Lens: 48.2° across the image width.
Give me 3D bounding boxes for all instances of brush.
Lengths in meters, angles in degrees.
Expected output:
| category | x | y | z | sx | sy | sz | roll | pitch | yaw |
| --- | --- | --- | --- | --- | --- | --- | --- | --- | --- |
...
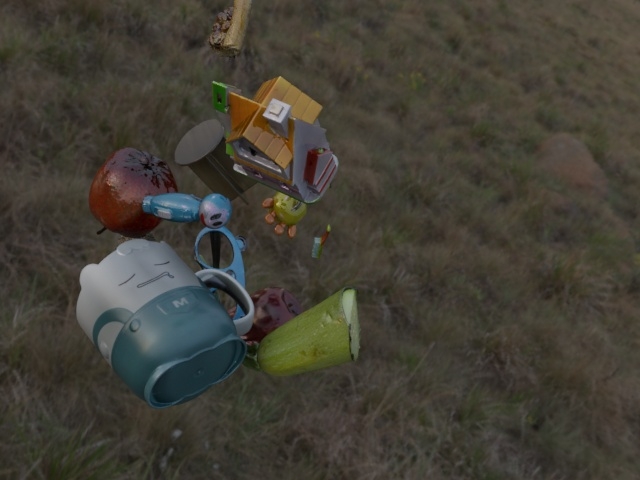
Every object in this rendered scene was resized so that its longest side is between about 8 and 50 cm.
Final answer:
| category | x | y | z | sx | sy | sz | roll | pitch | yaw |
| --- | --- | --- | --- | --- | --- | --- | --- | --- | --- |
| brush | 0.000 | 0.000 | 1.253 | 0.021 | 0.083 | 0.018 | 11 | 50 | -10 |

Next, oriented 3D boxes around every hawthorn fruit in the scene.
| category | x | y | z | sx | sy | sz | roll | pitch | yaw |
| --- | --- | --- | --- | --- | --- | --- | --- | --- | --- |
| hawthorn fruit | -0.367 | -0.075 | 1.359 | 0.157 | 0.194 | 0.157 | 37 | 18 | -14 |

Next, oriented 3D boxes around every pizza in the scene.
| category | x | y | z | sx | sy | sz | roll | pitch | yaw |
| --- | --- | --- | --- | --- | --- | --- | --- | --- | --- |
| pizza | -0.226 | -0.490 | 1.684 | 0.069 | 0.194 | 0.154 | 15 | 74 | -28 |

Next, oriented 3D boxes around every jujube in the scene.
| category | x | y | z | sx | sy | sz | roll | pitch | yaw |
| --- | --- | --- | --- | --- | --- | --- | --- | --- | --- |
| jujube | -0.154 | 0.207 | 1.724 | 0.155 | 0.230 | 0.155 | 61 | 12 | -23 |

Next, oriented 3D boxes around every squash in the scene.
| category | x | y | z | sx | sy | sz | roll | pitch | yaw |
| --- | --- | --- | --- | --- | --- | --- | --- | --- | --- |
| squash | -0.033 | 0.209 | 1.353 | 0.137 | 0.287 | 0.137 | 44 | 27 | -29 |

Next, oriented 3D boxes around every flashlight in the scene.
| category | x | y | z | sx | sy | sz | roll | pitch | yaw |
| --- | --- | --- | --- | --- | --- | --- | --- | --- | --- |
| flashlight | -0.187 | -0.045 | 1.007 | 0.129 | 0.051 | 0.051 | 6 | 23 | 16 |

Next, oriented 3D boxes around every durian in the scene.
| category | x | y | z | sx | sy | sz | roll | pitch | yaw |
| --- | --- | --- | --- | --- | --- | --- | --- | --- | --- |
| durian | -0.403 | 0.008 | 1.564 | 0.091 | 0.080 | 0.080 | -13 | 32 | 4 |

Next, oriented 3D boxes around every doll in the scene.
| category | x | y | z | sx | sy | sz | roll | pitch | yaw |
| --- | --- | --- | --- | --- | --- | --- | --- | --- | --- |
| doll | -0.076 | -0.110 | 2.085 | 0.221 | 0.135 | 0.143 | -50 | 117 | -27 |

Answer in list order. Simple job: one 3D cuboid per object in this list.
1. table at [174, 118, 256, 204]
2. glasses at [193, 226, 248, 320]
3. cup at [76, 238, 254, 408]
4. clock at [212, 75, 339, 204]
| category | x | y | z | sx | sy | sz | roll | pitch | yaw |
| --- | --- | --- | --- | --- | --- | --- | --- | --- | --- |
| table | -0.280 | -0.206 | 2.031 | 0.226 | 0.167 | 0.167 | 50 | 9 | -40 |
| glasses | -0.251 | 0.097 | 1.590 | 0.102 | 0.207 | 0.239 | 2 | 76 | -38 |
| cup | -0.260 | 0.143 | 1.289 | 0.290 | 0.219 | 0.257 | -20 | 49 | -37 |
| clock | -0.100 | -0.235 | 1.556 | 0.235 | 0.166 | 0.309 | 25 | -14 | 18 |
